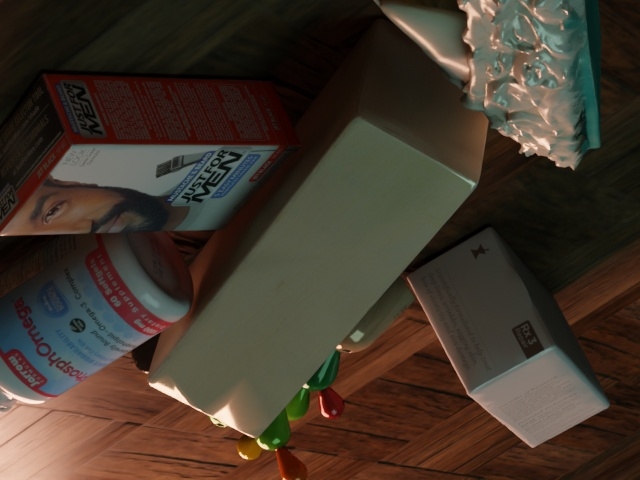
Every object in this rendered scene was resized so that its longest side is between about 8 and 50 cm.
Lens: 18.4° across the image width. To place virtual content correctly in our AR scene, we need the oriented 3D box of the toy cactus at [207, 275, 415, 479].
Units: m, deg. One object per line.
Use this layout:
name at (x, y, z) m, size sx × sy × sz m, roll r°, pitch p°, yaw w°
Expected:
toy cactus at (-0.006, 0.089, 1.499) m, size 0.180 × 0.112 × 0.219 m, roll -36°, pitch 151°, yaw -3°

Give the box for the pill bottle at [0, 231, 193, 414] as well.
pill bottle at (-0.166, 0.048, 1.251) m, size 0.160 × 0.087 × 0.087 m, roll -33°, pitch 156°, yaw 16°

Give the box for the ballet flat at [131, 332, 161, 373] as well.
ballet flat at (-0.060, 0.046, 1.389) m, size 0.173 × 0.057 × 0.049 m, roll -33°, pitch 158°, yaw 19°

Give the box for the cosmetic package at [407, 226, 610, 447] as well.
cosmetic package at (0.157, 0.084, 1.611) m, size 0.085 × 0.117 × 0.231 m, roll -31°, pitch 155°, yaw 10°

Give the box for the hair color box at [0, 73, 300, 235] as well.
hair color box at (-0.105, -0.049, 1.151) m, size 0.167 × 0.053 × 0.093 m, roll -1°, pitch 148°, yaw -41°

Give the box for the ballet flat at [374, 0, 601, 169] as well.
ballet flat at (0.085, -0.170, 1.030) m, size 0.147 × 0.147 × 0.409 m, roll -23°, pitch 154°, yaw -4°

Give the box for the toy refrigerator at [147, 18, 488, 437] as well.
toy refrigerator at (0.000, 0.000, 1.233) m, size 0.094 × 0.102 × 0.269 m, roll 28°, pitch 130°, yaw -13°
